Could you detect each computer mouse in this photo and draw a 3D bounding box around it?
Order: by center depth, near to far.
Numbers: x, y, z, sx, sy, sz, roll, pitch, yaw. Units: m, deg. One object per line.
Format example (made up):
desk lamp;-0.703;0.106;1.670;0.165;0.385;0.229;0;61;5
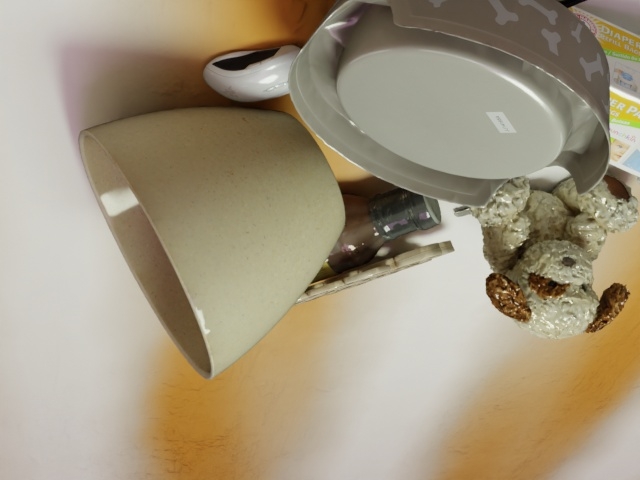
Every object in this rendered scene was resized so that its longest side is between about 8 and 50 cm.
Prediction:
computer mouse;-0.042;-0.194;1.379;0.193;0.042;0.106;-10;149;6

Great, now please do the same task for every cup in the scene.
cup;-0.112;-0.033;1.422;0.237;0.331;0.331;-29;153;-16

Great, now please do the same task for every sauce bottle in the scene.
sauce bottle;0.000;0.000;1.639;0.344;0.111;0.111;-19;146;18

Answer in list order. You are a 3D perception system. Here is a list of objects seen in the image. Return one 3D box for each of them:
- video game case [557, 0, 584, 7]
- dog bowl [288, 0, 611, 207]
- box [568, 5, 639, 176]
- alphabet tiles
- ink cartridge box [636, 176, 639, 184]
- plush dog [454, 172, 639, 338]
video game case;0.134;-0.283;1.186;0.275;0.035;0.248;13;167;-29
dog bowl;0.145;-0.161;1.244;0.349;0.102;0.349;16;159;7
box;0.332;-0.172;1.360;0.203;0.103;0.114;23;143;-5
alphabet tiles;0.050;0.054;1.707;0.284;0.021;0.278;-20;175;22
ink cartridge box;0.555;-0.037;1.611;0.092;0.160;0.219;-52;137;0
plush dog;0.307;0.033;1.632;0.262;0.225;0.210;5;147;-18
